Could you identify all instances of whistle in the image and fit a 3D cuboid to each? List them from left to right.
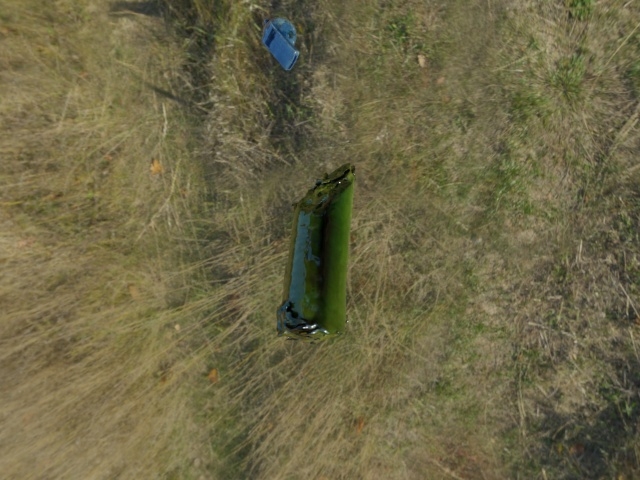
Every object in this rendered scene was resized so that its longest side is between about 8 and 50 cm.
[{"bbox_3d":[-0.089,-0.482,1.062,0.090,0.090,0.157,-46,74,32],"label":"whistle"}]

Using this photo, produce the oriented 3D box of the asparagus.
[{"bbox_3d":[0.000,0.000,0.818,0.129,0.381,0.108,13,155,-15],"label":"asparagus"}]
